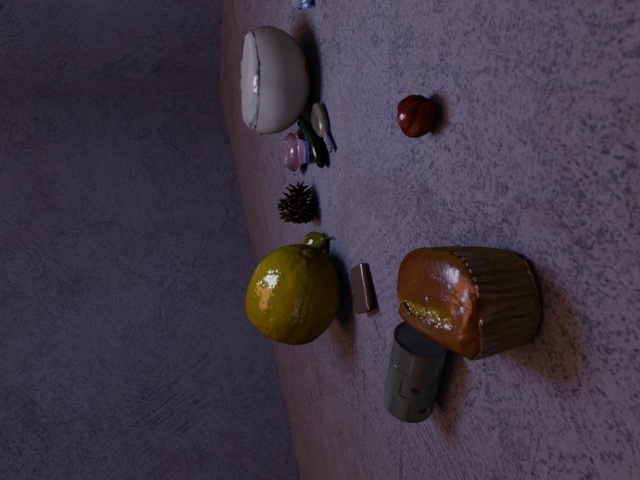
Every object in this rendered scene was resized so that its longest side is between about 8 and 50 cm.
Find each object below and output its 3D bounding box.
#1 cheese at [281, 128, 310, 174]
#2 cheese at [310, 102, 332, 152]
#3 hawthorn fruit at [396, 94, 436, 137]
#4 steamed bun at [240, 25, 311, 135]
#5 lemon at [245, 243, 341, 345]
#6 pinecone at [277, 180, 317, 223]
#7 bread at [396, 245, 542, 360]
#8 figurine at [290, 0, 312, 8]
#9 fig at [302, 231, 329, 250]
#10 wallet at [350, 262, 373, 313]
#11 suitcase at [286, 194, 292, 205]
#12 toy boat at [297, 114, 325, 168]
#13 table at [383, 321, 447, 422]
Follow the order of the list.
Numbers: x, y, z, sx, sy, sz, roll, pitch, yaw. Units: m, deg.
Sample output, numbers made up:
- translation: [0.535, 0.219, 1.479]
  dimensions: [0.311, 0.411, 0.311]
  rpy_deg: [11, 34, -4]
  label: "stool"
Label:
- translation: [-0.097, -0.360, 1.856]
  dimensions: [0.286, 0.074, 0.189]
  rpy_deg: [-161, 63, -66]
  label: "cheese"
- translation: [0.010, -0.379, 1.568]
  dimensions: [0.097, 0.037, 0.192]
  rpy_deg: [105, 150, -57]
  label: "cheese"
- translation: [0.199, -0.258, 0.962]
  dimensions: [0.093, 0.093, 0.093]
  rpy_deg: [171, 90, -73]
  label: "hawthorn fruit"
- translation: [-0.159, -0.573, 1.660]
  dimensions: [0.374, 0.241, 0.374]
  rpy_deg: [176, 90, -76]
  label: "steamed bun"
- translation: [-0.082, 0.172, 1.655]
  dimensions: [0.364, 0.364, 0.364]
  rpy_deg: [171, 90, -73]
  label: "lemon"
- translation: [-0.090, -0.152, 1.802]
  dimensions: [0.163, 0.163, 0.165]
  rpy_deg: [-148, 62, -68]
  label: "pinecone"
- translation: [0.251, 0.111, 0.857]
  dimensions: [0.288, 0.156, 0.204]
  rpy_deg: [-164, 69, -72]
  label: "bread"
- translation: [-0.063, -0.831, 1.526]
  dimensions: [0.114, 0.079, 0.114]
  rpy_deg: [14, 108, 52]
  label: "figurine"
- translation: [-0.001, 0.014, 1.742]
  dimensions: [0.166, 0.093, 0.093]
  rpy_deg: [11, 110, 51]
  label: "fig"
- translation: [0.131, 0.153, 1.445]
  dimensions: [0.118, 0.039, 0.152]
  rpy_deg: [143, 120, -68]
  label: "wallet"
- translation: [-0.101, -0.151, 1.990]
  dimensions: [0.086, 0.059, 0.126]
  rpy_deg: [133, 126, -70]
  label: "suitcase"
- translation: [-0.027, -0.353, 1.638]
  dimensions: [0.104, 0.052, 0.210]
  rpy_deg: [42, -155, -72]
  label: "toy boat"
- translation: [0.224, 0.311, 1.087]
  dimensions: [0.126, 0.126, 0.220]
  rpy_deg: [-124, 32, -54]
  label: "table"
